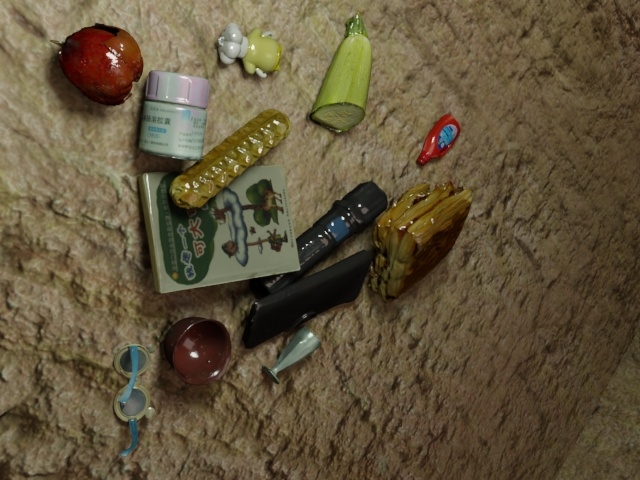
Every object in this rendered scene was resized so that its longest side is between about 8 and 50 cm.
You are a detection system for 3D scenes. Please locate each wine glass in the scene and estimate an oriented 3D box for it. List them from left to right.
[{"bbox_3d":[-0.077,0.296,1.834,0.155,0.073,0.073,-39,124,-19],"label":"wine glass"}]

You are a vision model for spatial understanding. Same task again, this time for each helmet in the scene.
[{"bbox_3d":[-0.291,0.243,1.619,0.155,0.106,0.175,-56,133,-13],"label":"helmet"}]

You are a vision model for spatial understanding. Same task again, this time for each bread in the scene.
[{"bbox_3d":[-0.193,-0.184,1.554,0.084,0.077,0.367,48,55,-5],"label":"bread"},{"bbox_3d":[0.250,-0.012,1.905,0.277,0.167,0.325,-35,158,-28],"label":"bread"}]

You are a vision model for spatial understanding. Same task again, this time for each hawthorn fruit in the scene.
[{"bbox_3d":[-0.422,-0.340,1.329,0.171,0.148,0.148,21,89,-22],"label":"hawthorn fruit"}]

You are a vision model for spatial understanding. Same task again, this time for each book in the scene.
[{"bbox_3d":[-0.215,-0.035,1.588,0.370,0.043,0.261,-9,88,-38],"label":"book"}]

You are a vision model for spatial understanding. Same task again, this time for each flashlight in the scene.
[{"bbox_3d":[0.000,0.000,1.790,0.424,0.103,0.103,-40,124,-21],"label":"flashlight"}]

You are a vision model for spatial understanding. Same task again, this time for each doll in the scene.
[{"bbox_3d":[-0.157,-0.423,1.563,0.162,0.062,0.106,7,94,-40],"label":"doll"}]

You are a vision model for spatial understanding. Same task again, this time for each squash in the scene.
[{"bbox_3d":[0.083,-0.410,1.720,0.137,0.137,0.288,25,85,-40],"label":"squash"}]

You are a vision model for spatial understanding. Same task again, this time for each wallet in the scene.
[{"bbox_3d":[-0.037,0.152,1.780,0.377,0.051,0.197,-22,149,-33],"label":"wallet"}]

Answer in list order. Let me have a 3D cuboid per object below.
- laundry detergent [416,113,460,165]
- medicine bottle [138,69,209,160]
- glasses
[{"bbox_3d":[0.332,-0.275,2.011,0.165,0.049,0.097,-51,132,-12],"label":"laundry detergent"},{"bbox_3d":[-0.299,-0.256,1.451,0.135,0.135,0.169,3,101,-39],"label":"medicine bottle"},{"bbox_3d":[-0.420,0.339,1.501,0.088,0.220,0.190,5,104,0],"label":"glasses"}]
